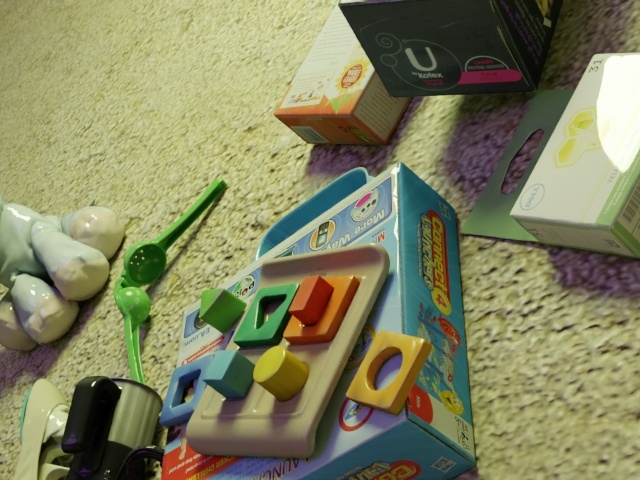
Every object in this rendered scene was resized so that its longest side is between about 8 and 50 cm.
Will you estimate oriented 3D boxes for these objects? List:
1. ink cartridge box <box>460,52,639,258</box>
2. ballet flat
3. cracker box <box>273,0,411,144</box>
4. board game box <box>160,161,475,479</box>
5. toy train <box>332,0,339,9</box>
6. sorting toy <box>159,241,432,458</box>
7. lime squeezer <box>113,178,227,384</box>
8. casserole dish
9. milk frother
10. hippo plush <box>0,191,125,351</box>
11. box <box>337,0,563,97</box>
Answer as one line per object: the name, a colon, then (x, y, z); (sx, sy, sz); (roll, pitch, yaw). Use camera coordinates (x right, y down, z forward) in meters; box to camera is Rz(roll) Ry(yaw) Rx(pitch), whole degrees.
ink cartridge box: (0.216, -0.078, 1.071); (0.235, 0.056, 0.171); (11, 67, 56)
ballet flat: (-0.312, 0.262, 1.443); (0.086, 0.086, 0.248); (-32, 37, 32)
cracker box: (0.061, -0.221, 1.427); (0.155, 0.067, 0.232); (8, 66, 55)
board game box: (-0.010, 0.125, 1.139); (0.308, 0.086, 0.302); (-34, 35, 30)
toy train: (0.046, -0.305, 1.590); (0.083, 0.017, 0.024); (-1, 47, 54)
sorting toy: (-0.038, 0.090, 1.079); (0.347, 0.047, 0.196); (-10, 50, 50)
lime squeezer: (-0.205, 0.059, 1.537); (0.110, 0.059, 0.310); (4, 55, 21)
casserole dish: (0.000, 0.000, 1.309); (0.188, 0.037, 0.114); (-35, 34, 30)
milk frother: (-0.194, 0.214, 1.314); (0.143, 0.129, 0.135); (5, 51, 6)
hippo plush: (-0.428, -0.017, 1.727); (0.234, 0.236, 0.294); (-32, 36, 33)
box: (0.153, -0.289, 1.246); (0.165, 0.143, 0.270); (2, 55, 32)
